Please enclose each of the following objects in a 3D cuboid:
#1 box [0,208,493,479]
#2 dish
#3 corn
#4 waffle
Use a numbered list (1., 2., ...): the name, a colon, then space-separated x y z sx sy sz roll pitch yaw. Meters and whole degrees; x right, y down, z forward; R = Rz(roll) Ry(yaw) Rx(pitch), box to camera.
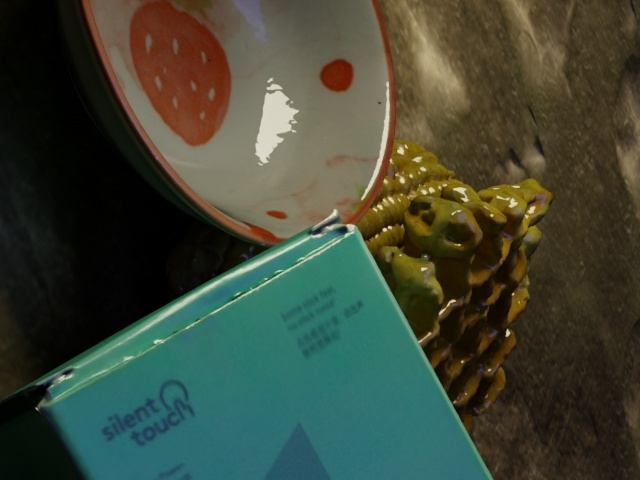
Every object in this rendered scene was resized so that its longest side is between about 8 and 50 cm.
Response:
1. box: -0.010 0.172 0.941 0.205 0.118 0.311 -31 93 -37
2. dish: -0.070 -0.111 1.070 0.260 0.085 0.260 26 55 -43
3. corn: 0.000 0.000 1.183 0.291 0.101 0.101 -25 105 -57
4. waffle: 0.076 0.046 1.205 0.229 0.057 0.219 -43 152 -42
